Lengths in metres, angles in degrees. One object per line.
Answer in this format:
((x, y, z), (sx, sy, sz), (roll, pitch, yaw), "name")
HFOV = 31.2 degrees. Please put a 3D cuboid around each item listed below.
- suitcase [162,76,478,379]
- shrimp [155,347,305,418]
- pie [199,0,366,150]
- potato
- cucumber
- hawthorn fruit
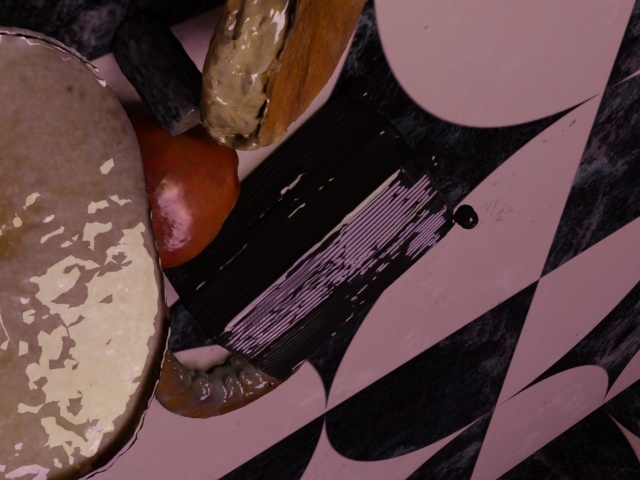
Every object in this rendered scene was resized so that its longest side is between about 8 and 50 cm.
((0.000, 0.000, 1.376), (0.335, 0.152, 0.229), (-42, 151, 2), "suitcase")
((-0.135, 0.171, 1.564), (0.287, 0.068, 0.185), (-1, 129, -37), "shrimp")
((-0.007, -0.226, 0.975), (0.339, 0.083, 0.339), (25, 90, -88), "pie")
((-0.312, 0.035, 1.009), (0.290, 0.397, 0.296), (-20, -169, -24), "potato")
((-0.139, -0.149, 1.039), (0.064, 0.112, 0.064), (-32, 158, -14), "cucumber")
((-0.128, -0.093, 1.149), (0.285, 0.165, 0.165), (-52, 162, -37), "hawthorn fruit")
